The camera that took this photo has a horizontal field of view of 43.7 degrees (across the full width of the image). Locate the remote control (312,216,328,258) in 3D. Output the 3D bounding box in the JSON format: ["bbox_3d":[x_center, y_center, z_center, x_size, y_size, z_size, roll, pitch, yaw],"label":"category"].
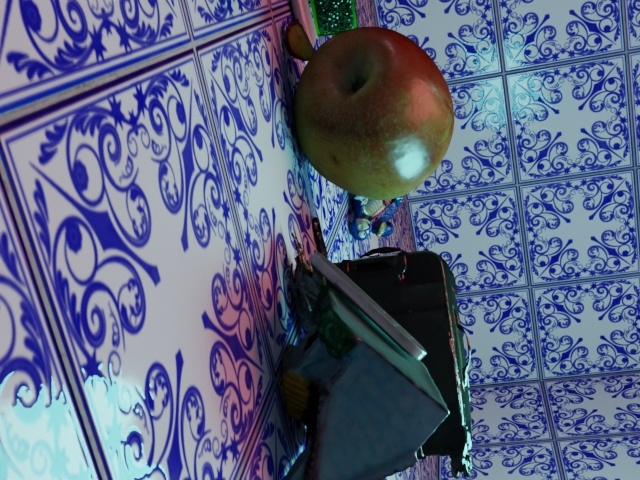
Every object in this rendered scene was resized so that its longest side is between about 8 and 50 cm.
[{"bbox_3d":[0.000,0.000,1.617,0.039,0.014,0.096,-66,146,-68],"label":"remote control"}]

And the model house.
[{"bbox_3d":[0.018,0.244,1.207,0.230,0.249,0.280,41,5,-5],"label":"model house"}]

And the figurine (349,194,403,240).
[{"bbox_3d":[0.130,-0.081,2.083,0.262,0.121,0.164,-39,115,-57],"label":"figurine"}]

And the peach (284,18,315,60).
[{"bbox_3d":[-0.044,-0.389,1.567,0.077,0.050,0.083,61,-3,14],"label":"peach"}]

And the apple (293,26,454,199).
[{"bbox_3d":[0.097,-0.249,1.540,0.277,0.319,0.319,26,55,-55],"label":"apple"}]

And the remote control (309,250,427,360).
[{"bbox_3d":[0.075,0.104,1.291,0.245,0.022,0.077,43,3,15],"label":"remote control"}]

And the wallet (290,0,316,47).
[{"bbox_3d":[-0.042,-0.500,1.701,0.095,0.033,0.190,-83,161,-57],"label":"wallet"}]

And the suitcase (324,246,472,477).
[{"bbox_3d":[0.145,0.227,1.516,0.194,0.283,0.434,22,60,-73],"label":"suitcase"}]

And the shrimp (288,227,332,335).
[{"bbox_3d":[-0.013,0.089,1.356,0.090,0.079,0.233,-32,105,-65],"label":"shrimp"}]

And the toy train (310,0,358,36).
[{"bbox_3d":[0.025,-0.584,1.795,0.243,0.132,0.188,72,14,-72],"label":"toy train"}]
